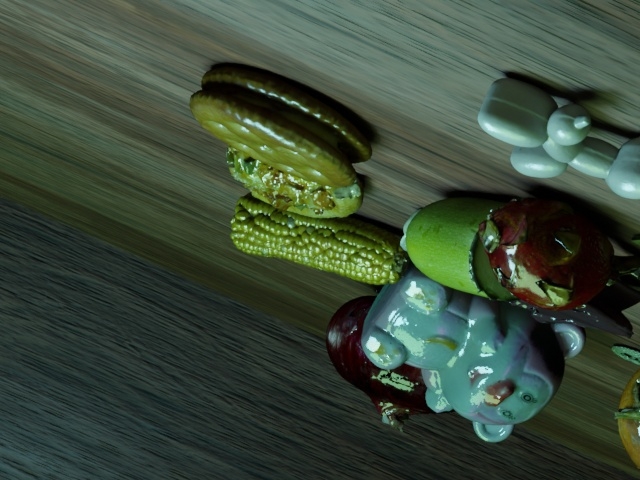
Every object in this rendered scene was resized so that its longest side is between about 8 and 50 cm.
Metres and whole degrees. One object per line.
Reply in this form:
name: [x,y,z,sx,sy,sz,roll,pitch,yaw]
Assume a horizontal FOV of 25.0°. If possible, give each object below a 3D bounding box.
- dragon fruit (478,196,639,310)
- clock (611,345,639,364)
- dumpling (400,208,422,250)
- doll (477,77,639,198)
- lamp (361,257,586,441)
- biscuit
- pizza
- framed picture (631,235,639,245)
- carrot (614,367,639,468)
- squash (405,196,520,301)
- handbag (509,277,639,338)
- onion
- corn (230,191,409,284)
dragon fruit: [0.286,0.020,1.622,0.246,0.125,0.125,10,166,-38]
clock: [0.490,0.180,2.251,0.074,0.010,0.083,22,169,8]
dumpling: [0.135,-0.009,1.910,0.052,0.057,0.076,25,171,-9]
doll: [0.236,-0.082,1.291,0.160,0.059,0.161,18,169,33]
lamp: [0.226,0.148,2.205,0.301,0.247,0.247,31,-160,-7]
biscuit: [-0.047,-0.130,1.672,0.220,0.066,0.220,26,172,4]
pizza: [-0.049,-0.080,1.957,0.197,0.058,0.292,30,168,-31]
framed picture: [0.454,0.036,1.568,0.201,0.010,0.136,26,171,-14]
carrot: [0.518,0.259,2.045,0.193,0.214,0.331,25,168,22]
squash: [0.173,0.007,1.728,0.123,0.123,0.187,30,169,-33]
handbag: [0.283,0.048,1.843,0.203,0.074,0.216,29,170,-29]
onion: [0.148,0.217,2.580,0.314,0.232,0.314,22,172,3]
corn: [0.000,-0.005,2.153,0.313,0.102,0.102,13,166,29]
